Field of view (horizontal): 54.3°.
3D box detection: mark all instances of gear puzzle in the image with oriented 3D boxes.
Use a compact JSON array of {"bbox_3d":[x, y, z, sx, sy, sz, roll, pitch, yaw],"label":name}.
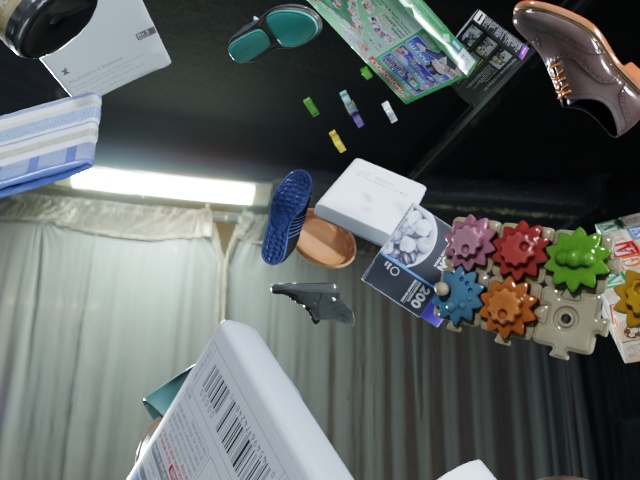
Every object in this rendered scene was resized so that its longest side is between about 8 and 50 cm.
[{"bbox_3d":[0.298,0.062,0.828,0.339,0.175,0.044,10,-5,43],"label":"gear puzzle"}]

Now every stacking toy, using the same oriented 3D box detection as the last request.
[{"bbox_3d":[0.076,-0.309,1.489,0.167,0.052,0.221,-29,-28,11],"label":"stacking toy"}]

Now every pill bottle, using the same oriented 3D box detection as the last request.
[{"bbox_3d":[-0.374,-0.326,0.710,0.219,0.123,0.123,45,-28,-4],"label":"pill bottle"}]

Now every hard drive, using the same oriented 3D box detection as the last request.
[{"bbox_3d":[0.148,-0.111,1.730,0.233,0.353,0.047,24,-58,8],"label":"hard drive"}]

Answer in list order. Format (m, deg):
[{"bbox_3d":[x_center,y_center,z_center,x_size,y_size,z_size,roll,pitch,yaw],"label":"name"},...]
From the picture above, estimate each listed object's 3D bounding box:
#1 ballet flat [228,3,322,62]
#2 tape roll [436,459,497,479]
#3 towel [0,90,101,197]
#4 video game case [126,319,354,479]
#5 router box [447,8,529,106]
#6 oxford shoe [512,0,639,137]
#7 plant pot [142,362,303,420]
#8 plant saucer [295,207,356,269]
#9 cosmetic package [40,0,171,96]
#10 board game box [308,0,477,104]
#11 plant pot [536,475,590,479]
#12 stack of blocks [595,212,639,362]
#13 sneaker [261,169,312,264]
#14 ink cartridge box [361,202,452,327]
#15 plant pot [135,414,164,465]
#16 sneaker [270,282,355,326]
[{"bbox_3d":[-0.068,-0.344,1.008,0.203,0.074,0.074,-6,-19,43],"label":"ballet flat"},{"bbox_3d":[0.285,0.624,1.404,0.286,0.100,0.286,-25,-37,-21],"label":"tape roll"},{"bbox_3d":[-0.443,-0.148,0.968,0.209,0.285,0.034,-18,-54,-5],"label":"towel"},{"bbox_3d":[-0.060,0.254,0.345,0.036,0.299,0.329,23,14,-38],"label":"video game case"},{"bbox_3d":[0.329,-0.381,1.324,0.133,0.046,0.179,37,-30,-4],"label":"router box"},{"bbox_3d":[0.405,-0.275,0.995,0.271,0.098,0.097,39,-2,1],"label":"oxford shoe"},{"bbox_3d":[-0.177,0.358,1.278,0.235,0.293,0.293,-39,-1,-26],"label":"plant pot"},{"bbox_3d":[0.000,0.000,1.652,0.200,0.199,0.037,10,-44,-25],"label":"plant saucer"},{"bbox_3d":[-0.431,-0.425,1.100,0.217,0.156,0.385,-28,-12,-4],"label":"cosmetic package"},{"bbox_3d":[0.136,-0.424,1.254,0.317,0.046,0.213,42,-19,-18],"label":"board game box"},{"bbox_3d":[0.530,0.671,1.298,0.263,0.262,0.229,-5,22,16],"label":"plant pot"},{"bbox_3d":[0.555,0.065,1.059,0.171,0.297,0.087,-14,-63,15],"label":"stack of blocks"},{"bbox_3d":[-0.075,-0.056,1.451,0.081,0.232,0.090,23,10,7],"label":"sneaker"},{"bbox_3d":[0.232,0.058,1.368,0.208,0.206,0.045,33,5,-3],"label":"ink cartridge box"},{"bbox_3d":[-0.253,0.414,1.203,0.238,0.237,0.109,-1,-31,7],"label":"plant pot"},{"bbox_3d":[-0.015,0.130,1.264,0.170,0.089,0.051,0,-2,-2],"label":"sneaker"}]
